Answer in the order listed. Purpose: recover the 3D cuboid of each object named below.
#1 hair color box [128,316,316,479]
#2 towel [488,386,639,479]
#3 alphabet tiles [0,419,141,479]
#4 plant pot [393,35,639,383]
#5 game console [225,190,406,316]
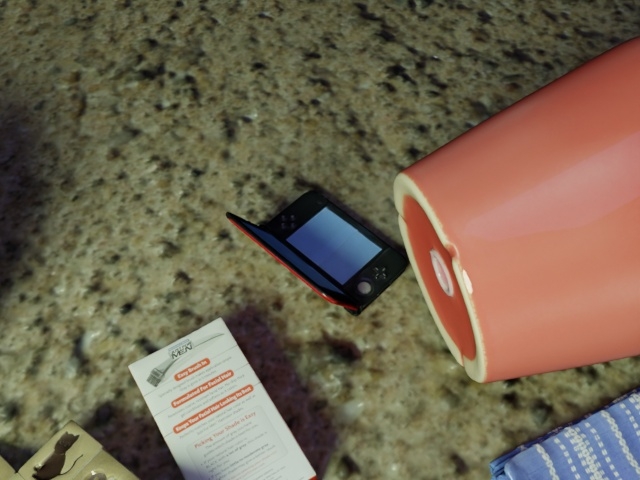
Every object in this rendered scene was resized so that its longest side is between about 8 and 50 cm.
[{"bbox_3d":[-0.084,0.159,0.586,0.093,0.053,0.167,-27,61,-17],"label":"hair color box"},{"bbox_3d":[0.335,0.220,0.555,0.336,0.040,0.243,-22,59,-15],"label":"towel"},{"bbox_3d":[-0.256,0.284,0.453,0.285,0.011,0.342,17,53,42],"label":"alphabet tiles"},{"bbox_3d":[0.210,-0.009,0.594,0.243,0.275,0.275,-20,57,-3],"label":"plant pot"},{"bbox_3d":[0.000,0.000,0.678,0.144,0.085,0.124,38,63,23],"label":"game console"}]
